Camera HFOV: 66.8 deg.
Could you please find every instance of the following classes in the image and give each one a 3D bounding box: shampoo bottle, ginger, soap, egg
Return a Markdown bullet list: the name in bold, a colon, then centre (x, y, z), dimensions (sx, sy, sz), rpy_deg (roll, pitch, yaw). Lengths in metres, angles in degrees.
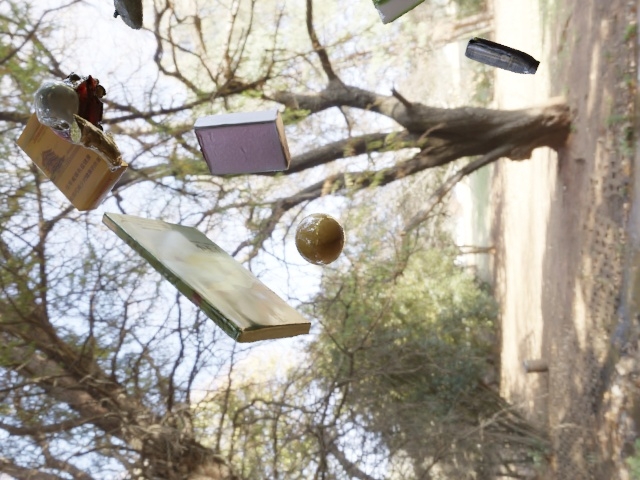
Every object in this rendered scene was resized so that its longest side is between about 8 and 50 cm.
- **shampoo bottle**: centre (0.585, -0.591, 1.564), dimensions (0.049, 0.234, 0.087), rpy_deg (-63, -14, -16)
- **ginger**: centre (-0.406, -0.178, 0.873), dimensions (0.057, 0.044, 0.137), rpy_deg (58, -176, 27)
- **soap**: centre (-0.231, -0.295, 1.471), dimensions (0.081, 0.260, 0.181), rpy_deg (-82, -17, -45)
- **egg**: centre (0.000, 0.000, 0.742), dimensions (0.096, 0.080, 0.080), rpy_deg (-114, 9, -64)

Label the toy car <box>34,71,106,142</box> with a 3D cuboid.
- **toy car**: centre (-0.492, -0.263, 0.938), dimensions (0.112, 0.112, 0.139), rpy_deg (7, -83, -72)

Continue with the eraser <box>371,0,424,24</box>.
- **eraser**: centre (0.184, -0.672, 1.136), dimensions (0.092, 0.210, 0.274), rpy_deg (32, -144, -61)

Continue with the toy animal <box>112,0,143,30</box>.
- **toy animal**: centre (-0.454, -0.616, 1.113), dimensions (0.070, 0.079, 0.252), rpy_deg (-20, -75, -48)

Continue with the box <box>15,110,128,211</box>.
- **box**: centre (-0.679, -0.236, 1.326), dimensions (0.274, 0.174, 0.076), rpy_deg (45, -162, 6)

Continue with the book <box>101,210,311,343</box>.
- **book**: centre (-0.159, 0.051, 0.707), dimensions (0.026, 0.290, 0.201), rpy_deg (-59, -24, 9)
